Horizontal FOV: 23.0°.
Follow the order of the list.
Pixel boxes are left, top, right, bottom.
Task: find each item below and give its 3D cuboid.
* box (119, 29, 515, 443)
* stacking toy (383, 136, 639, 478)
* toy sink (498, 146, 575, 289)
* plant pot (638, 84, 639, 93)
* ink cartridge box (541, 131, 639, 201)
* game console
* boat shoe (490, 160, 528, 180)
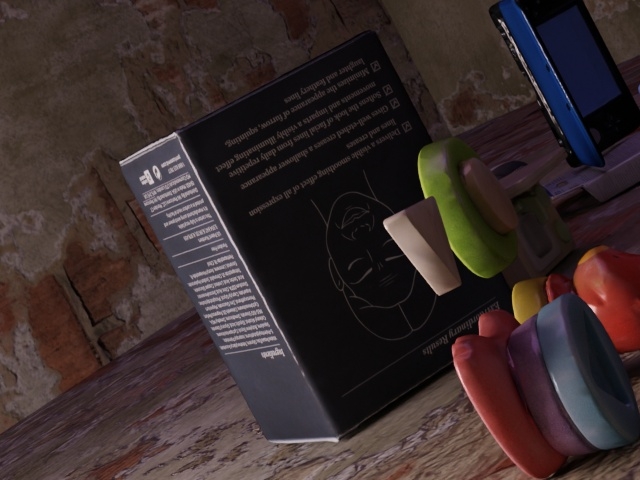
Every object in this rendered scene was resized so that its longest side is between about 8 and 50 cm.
[{"bbox_3d":[0.000,0.000,1.881,0.293,0.395,0.212,-30,5,-26],"label":"box"},{"bbox_3d":[0.196,0.030,1.336,0.130,0.279,0.309,-27,10,22],"label":"stacking toy"},{"bbox_3d":[0.243,-0.003,2.103,0.234,0.131,0.153,-30,4,36],"label":"toy sink"},{"bbox_3d":[0.514,-0.139,1.631,0.236,0.212,0.236,-31,7,-30],"label":"plant pot"},{"bbox_3d":[0.458,-0.110,2.454,0.224,0.045,0.223,-28,5,6],"label":"ink cartridge box"},{"bbox_3d":[0.404,-0.274,2.448,0.250,0.293,0.173,-31,6,-30],"label":"game console"},{"bbox_3d":[0.251,-0.015,2.364,0.095,0.112,0.335,3,33,44],"label":"boat shoe"}]
